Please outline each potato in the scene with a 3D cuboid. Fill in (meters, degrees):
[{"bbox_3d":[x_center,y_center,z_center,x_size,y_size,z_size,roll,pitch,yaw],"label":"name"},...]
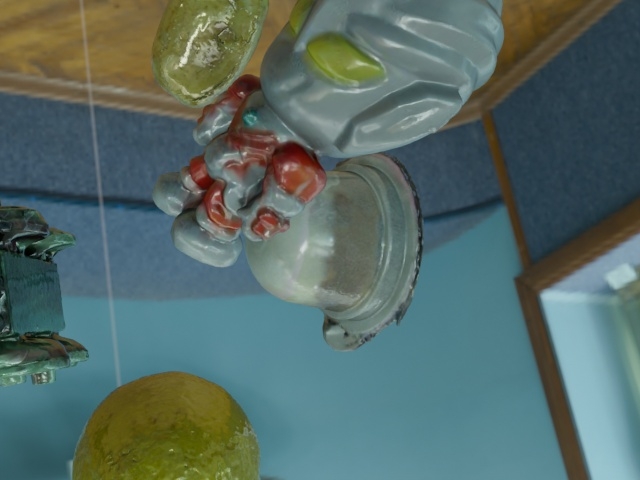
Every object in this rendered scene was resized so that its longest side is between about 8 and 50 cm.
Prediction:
[{"bbox_3d":[-0.119,-0.228,1.164,0.170,0.107,0.080,-57,-177,13],"label":"potato"}]

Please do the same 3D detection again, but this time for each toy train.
[{"bbox_3d":[-0.315,0.055,0.886,0.221,0.150,0.304,-7,176,-6],"label":"toy train"}]

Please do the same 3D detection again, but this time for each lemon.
[{"bbox_3d":[-0.193,0.299,1.369,0.245,0.245,0.320,-8,-162,-6],"label":"lemon"}]

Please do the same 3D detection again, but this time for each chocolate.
[{"bbox_3d":[-0.005,0.006,1.125,0.147,0.221,0.221,-1,154,-27],"label":"chocolate"}]

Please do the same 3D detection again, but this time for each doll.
[{"bbox_3d":[0.008,-0.059,0.416,0.180,0.094,0.079,-40,141,14],"label":"doll"}]
